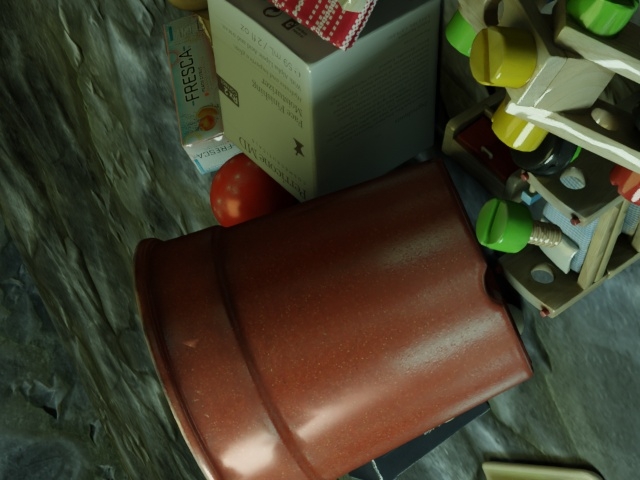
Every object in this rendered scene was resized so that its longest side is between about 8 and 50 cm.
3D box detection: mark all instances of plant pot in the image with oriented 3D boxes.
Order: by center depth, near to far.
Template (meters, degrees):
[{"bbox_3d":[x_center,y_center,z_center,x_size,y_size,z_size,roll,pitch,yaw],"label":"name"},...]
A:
[{"bbox_3d":[0.022,0.073,1.102,0.272,0.265,0.272,-23,-90,-83],"label":"plant pot"}]

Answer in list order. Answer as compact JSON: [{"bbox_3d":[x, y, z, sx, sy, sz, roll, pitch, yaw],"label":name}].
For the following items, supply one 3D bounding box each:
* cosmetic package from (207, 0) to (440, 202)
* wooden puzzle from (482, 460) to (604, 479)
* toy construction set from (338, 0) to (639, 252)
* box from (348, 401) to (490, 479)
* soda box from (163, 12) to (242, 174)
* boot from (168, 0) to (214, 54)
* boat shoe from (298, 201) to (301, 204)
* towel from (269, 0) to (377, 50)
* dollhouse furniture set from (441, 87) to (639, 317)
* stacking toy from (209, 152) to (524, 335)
[{"bbox_3d":[0.005,-0.157,1.200,0.151,0.151,0.183,42,151,33],"label":"cosmetic package"},{"bbox_3d":[0.224,0.359,1.387,0.221,0.044,0.238,165,108,-65],"label":"wooden puzzle"},{"bbox_3d":[0.138,-0.163,0.769,0.309,0.237,0.257,-26,58,54],"label":"toy construction set"},{"bbox_3d":[0.074,0.158,1.427,0.158,0.156,0.093,62,156,-9],"label":"box"},{"bbox_3d":[-0.128,-0.167,1.444,0.063,0.058,0.183,60,-165,-55],"label":"soda box"},{"bbox_3d":[-0.074,-0.179,1.328,0.236,0.089,0.269,-78,-28,-64],"label":"boot"},{"bbox_3d":[0.000,0.000,1.441,0.089,0.109,0.258,54,156,-18],"label":"boat shoe"},{"bbox_3d":[-0.019,-0.307,1.104,0.275,0.031,0.199,42,112,32],"label":"towel"},{"bbox_3d":[0.171,-0.062,1.024,0.183,0.129,0.129,45,152,27],"label":"dollhouse furniture set"},{"bbox_3d":[0.034,0.027,1.275,0.330,0.141,0.141,39,154,2],"label":"stacking toy"}]
